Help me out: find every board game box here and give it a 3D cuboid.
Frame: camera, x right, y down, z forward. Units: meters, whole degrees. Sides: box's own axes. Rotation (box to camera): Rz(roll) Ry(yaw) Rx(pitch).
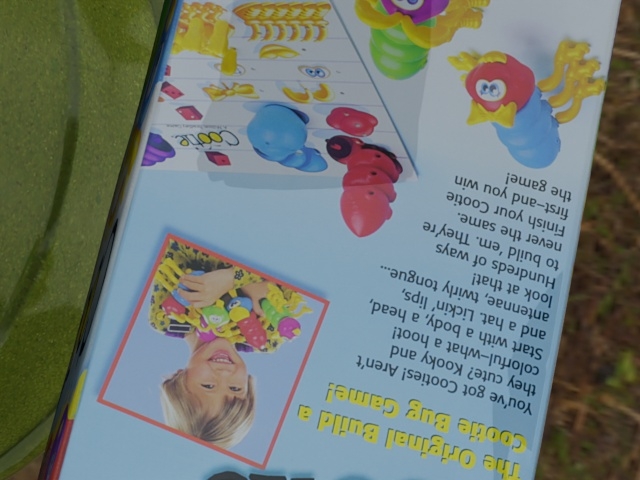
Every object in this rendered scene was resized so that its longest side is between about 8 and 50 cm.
[{"bbox_3d":[0.000,0.000,0.664,0.144,0.142,0.275,16,71,-8],"label":"board game box"}]

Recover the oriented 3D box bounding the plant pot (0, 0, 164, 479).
[{"bbox_3d":[-0.310,-0.066,0.891,0.353,0.366,0.366,16,87,-55],"label":"plant pot"}]
